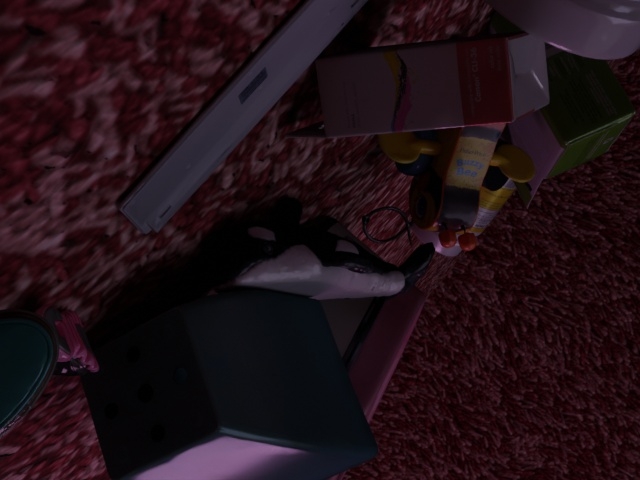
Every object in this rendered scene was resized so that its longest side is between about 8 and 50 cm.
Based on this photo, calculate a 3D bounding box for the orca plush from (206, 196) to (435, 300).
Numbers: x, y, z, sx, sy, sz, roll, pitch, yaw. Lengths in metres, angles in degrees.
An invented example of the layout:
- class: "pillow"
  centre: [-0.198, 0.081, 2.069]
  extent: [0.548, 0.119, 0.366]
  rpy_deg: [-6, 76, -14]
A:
- class: "orca plush"
  centre: [0.000, 0.000, 0.951]
  extent: [0.287, 0.102, 0.151]
  rpy_deg: [-1, 164, -36]

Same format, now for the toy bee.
- class: "toy bee"
  centre: [0.161, -0.072, 1.136]
  extent: [0.195, 0.162, 0.298]
  rpy_deg: [-11, 132, -10]

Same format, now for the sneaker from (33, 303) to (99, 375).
- class: "sneaker"
  centre: [-0.191, 0.076, 0.668]
  extent: [0.057, 0.047, 0.119]
  rpy_deg: [-27, 165, -4]

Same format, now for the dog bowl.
- class: "dog bowl"
  centre: [-0.007, 0.186, 1.184]
  extent: [0.408, 0.150, 0.408]
  rpy_deg: [-62, 172, -16]

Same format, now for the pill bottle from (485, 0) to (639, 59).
- class: "pill bottle"
  centre: [0.254, -0.319, 0.679]
  extent: [0.210, 0.210, 0.363]
  rpy_deg: [-38, 163, -47]

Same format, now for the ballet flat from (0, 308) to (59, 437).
- class: "ballet flat"
  centre: [-0.243, 0.118, 0.559]
  extent: [0.213, 0.072, 0.068]
  rpy_deg: [-46, -165, -17]

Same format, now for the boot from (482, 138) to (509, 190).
- class: "boot"
  centre: [0.178, -0.160, 1.259]
  extent: [0.082, 0.106, 0.219]
  rpy_deg: [-42, 138, -20]

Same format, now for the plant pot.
- class: "plant pot"
  centre: [-0.090, 0.140, 0.845]
  extent: [0.166, 0.165, 0.234]
  rpy_deg: [-28, 158, 16]

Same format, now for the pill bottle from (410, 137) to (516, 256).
- class: "pill bottle"
  centre: [0.243, -0.082, 1.600]
  extent: [0.208, 0.119, 0.119]
  rpy_deg: [-56, 167, 27]

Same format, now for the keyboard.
- class: "keyboard"
  centre: [-0.048, -0.108, 0.695]
  extent: [0.256, 0.014, 0.072]
  rpy_deg: [-49, 163, -8]

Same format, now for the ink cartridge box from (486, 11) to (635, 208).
- class: "ink cartridge box"
  centre: [0.285, -0.174, 1.258]
  extent: [0.097, 0.188, 0.255]
  rpy_deg: [-24, 165, -5]

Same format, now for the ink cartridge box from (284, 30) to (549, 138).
- class: "ink cartridge box"
  centre: [0.075, -0.128, 0.797]
  extent: [0.115, 0.198, 0.067]
  rpy_deg: [-30, 114, -60]
